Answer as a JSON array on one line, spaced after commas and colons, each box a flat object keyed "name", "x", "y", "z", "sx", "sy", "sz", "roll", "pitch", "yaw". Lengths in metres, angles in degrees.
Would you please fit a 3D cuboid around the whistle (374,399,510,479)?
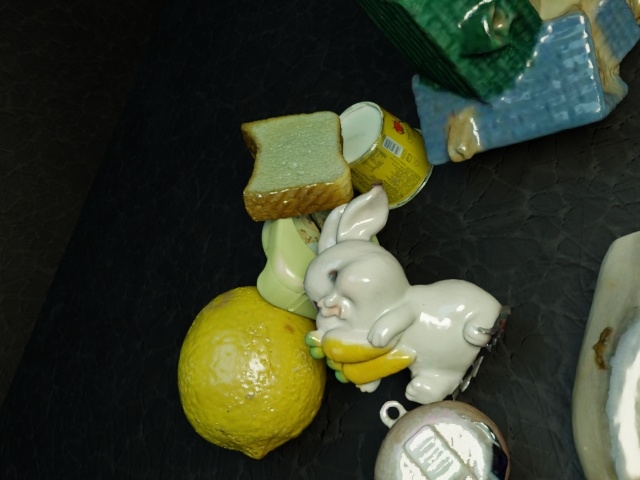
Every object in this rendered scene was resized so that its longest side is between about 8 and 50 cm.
[{"name": "whistle", "x": 0.200, "y": 0.342, "z": 0.774, "sx": 0.189, "sy": 0.189, "sz": 0.348, "roll": -50, "pitch": 63, "yaw": 11}]

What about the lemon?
[{"name": "lemon", "x": -0.116, "y": 0.216, "z": 1.066, "sx": 0.258, "sy": 0.258, "sz": 0.310, "roll": -15, "pitch": 57, "yaw": 39}]

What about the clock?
[{"name": "clock", "x": 0.000, "y": 0.000, "z": 1.103, "sx": 0.096, "sy": 0.235, "sz": 0.307, "roll": -46, "pitch": 35, "yaw": 37}]

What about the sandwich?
[{"name": "sandwich", "x": -0.043, "y": -0.133, "z": 1.048, "sx": 0.186, "sy": 0.065, "sz": 0.214, "roll": -8, "pitch": 45, "yaw": 4}]

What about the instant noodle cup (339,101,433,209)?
[{"name": "instant noodle cup", "x": 0.103, "y": -0.168, "z": 1.157, "sx": 0.182, "sy": 0.144, "sz": 0.182, "roll": -24, "pitch": 51, "yaw": 34}]

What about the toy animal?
[{"name": "toy animal", "x": 0.103, "y": 0.084, "z": 0.895, "sx": 0.310, "sy": 0.182, "sz": 0.247, "roll": 29, "pitch": 58, "yaw": 12}]

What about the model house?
[{"name": "model house", "x": 0.266, "y": -0.318, "z": 0.898, "sx": 0.335, "sy": 0.382, "sz": 0.342, "roll": -10, "pitch": 55, "yaw": 44}]

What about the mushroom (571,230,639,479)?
[{"name": "mushroom", "x": 0.377, "y": 0.174, "z": 0.694, "sx": 0.177, "sy": 0.126, "sz": 0.396, "roll": 9, "pitch": 70, "yaw": 39}]
